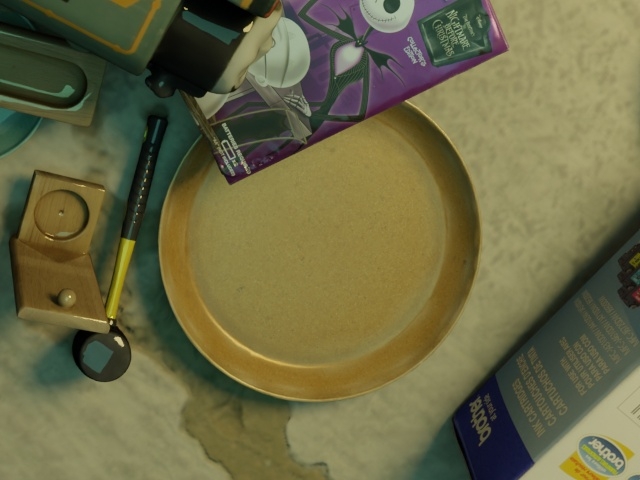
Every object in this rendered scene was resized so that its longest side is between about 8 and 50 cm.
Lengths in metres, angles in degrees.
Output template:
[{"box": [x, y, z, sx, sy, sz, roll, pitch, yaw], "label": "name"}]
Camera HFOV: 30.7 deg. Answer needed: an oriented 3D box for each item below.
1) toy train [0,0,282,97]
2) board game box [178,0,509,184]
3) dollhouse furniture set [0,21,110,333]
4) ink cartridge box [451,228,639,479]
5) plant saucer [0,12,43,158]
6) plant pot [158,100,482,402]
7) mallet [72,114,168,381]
[{"box": [-0.150, -0.210, 0.635, 0.334, 0.142, 0.190, 26, 118, -14], "label": "toy train"}, {"box": [-0.045, -0.230, 0.721, 0.208, 0.056, 0.347, -27, 108, 2], "label": "board game box"}, {"box": [-0.191, -0.046, 0.734, 0.144, 0.123, 0.151, 13, 108, -22], "label": "dollhouse furniture set"}, {"box": [0.287, 0.144, 0.843, 0.270, 0.151, 0.395, 40, 102, -14], "label": "ink cartridge box"}, {"box": [-0.242, -0.110, 0.789, 0.119, 0.021, 0.119, -2, 100, -10], "label": "plant saucer"}, {"box": [0.000, 0.000, 0.848, 0.236, 0.032, 0.236, -2, 100, -11], "label": "plant pot"}, {"box": [-0.134, 0.007, 0.808, 0.039, 0.062, 0.190, 14, 97, -17], "label": "mallet"}]
